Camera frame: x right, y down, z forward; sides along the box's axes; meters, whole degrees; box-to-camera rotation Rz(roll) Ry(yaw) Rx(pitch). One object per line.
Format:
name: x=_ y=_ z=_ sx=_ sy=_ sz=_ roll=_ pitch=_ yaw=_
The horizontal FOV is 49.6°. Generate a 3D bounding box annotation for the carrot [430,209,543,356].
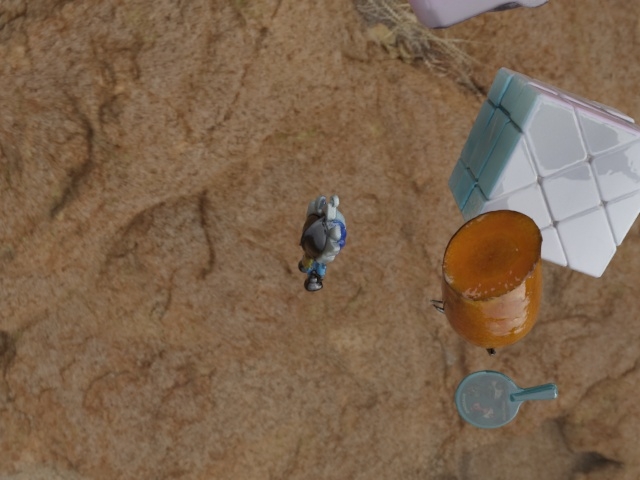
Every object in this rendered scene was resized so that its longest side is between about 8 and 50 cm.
carrot: x=0.334 y=0.110 z=1.376 sx=0.214 sy=0.193 sz=0.331 roll=-27 pitch=141 yaw=-4

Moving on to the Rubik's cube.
Rubik's cube: x=0.501 y=-0.158 z=1.520 sx=0.318 sy=0.316 sz=0.322 roll=19 pitch=114 yaw=-8

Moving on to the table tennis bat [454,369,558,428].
table tennis bat: x=0.369 y=0.311 z=1.381 sx=0.201 sy=0.033 sz=0.124 roll=-10 pitch=101 yaw=13

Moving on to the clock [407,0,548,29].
clock: x=0.245 y=-0.409 z=0.860 sx=0.113 sy=0.295 sz=0.322 roll=54 pitch=33 yaw=-34

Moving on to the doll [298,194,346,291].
doll: x=0.000 y=0.000 z=1.043 sx=0.070 sy=0.096 sz=0.195 roll=-11 pitch=146 yaw=-22
